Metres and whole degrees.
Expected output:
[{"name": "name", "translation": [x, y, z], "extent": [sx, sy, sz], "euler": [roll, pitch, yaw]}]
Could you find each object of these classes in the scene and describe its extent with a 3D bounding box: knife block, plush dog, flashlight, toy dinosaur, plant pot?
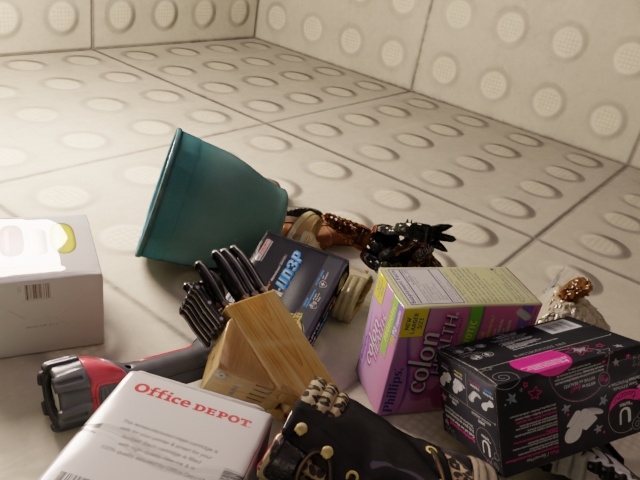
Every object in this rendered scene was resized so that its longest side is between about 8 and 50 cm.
[{"name": "knife block", "translation": [-0.088, 0.139, 0.979], "extent": [0.276, 0.088, 0.242], "euler": [23, 45, -13]}, {"name": "plush dog", "translation": [0.479, 0.194, 1.142], "extent": [0.225, 0.210, 0.262], "euler": [40, 33, -1]}, {"name": "flashlight", "translation": [-0.259, 0.197, 0.958], "extent": [0.304, 0.103, 0.103], "euler": [-10, 61, -40]}, {"name": "toy dinosaur", "translation": [0.145, 0.031, 1.295], "extent": [0.322, 0.164, 0.218], "euler": [3, 7, -25]}, {"name": "plant pot", "translation": [-0.213, -0.061, 1.291], "extent": [0.256, 0.271, 0.271], "euler": [18, 25, -17]}]

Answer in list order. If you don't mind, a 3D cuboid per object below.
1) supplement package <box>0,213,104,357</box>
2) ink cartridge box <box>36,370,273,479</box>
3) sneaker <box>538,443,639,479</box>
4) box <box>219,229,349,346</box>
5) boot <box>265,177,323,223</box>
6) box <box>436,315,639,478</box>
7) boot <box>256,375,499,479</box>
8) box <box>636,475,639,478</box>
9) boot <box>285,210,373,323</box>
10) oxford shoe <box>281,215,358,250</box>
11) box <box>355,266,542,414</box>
[{"name": "supplement package", "translation": [-0.478, 0.069, 1.054], "extent": [0.194, 0.149, 0.203], "euler": [-5, 33, -26]}, {"name": "ink cartridge box", "translation": [-0.202, 0.307, 0.736], "extent": [0.211, 0.121, 0.289], "euler": [15, 28, 9]}, {"name": "sneaker", "translation": [0.413, 0.334, 0.922], "extent": [0.106, 0.078, 0.234], "euler": [-5, 19, -35]}, {"name": "box", "translation": [-0.068, 0.102, 1.137], "extent": [0.175, 0.051, 0.220], "euler": [20, 58, 16]}, {"name": "boot", "translation": [-0.096, -0.090, 1.575], "extent": [0.190, 0.075, 0.208], "euler": [5, 22, -14]}, {"name": "box", "translation": [0.321, 0.220, 0.925], "extent": [0.248, 0.142, 0.163], "euler": [-10, 11, -17]}, {"name": "boot", "translation": [0.055, 0.322, 0.718], "extent": [0.284, 0.138, 0.377], "euler": [30, 27, 6]}, {"name": "box", "translation": [0.488, 0.424, 0.861], "extent": [0.165, 0.021, 0.201], "euler": [23, 30, 22]}, {"name": "boot", "translation": [0.013, 0.051, 1.292], "extent": [0.204, 0.095, 0.262], "euler": [16, 39, 11]}, {"name": "oxford shoe", "translation": [0.000, 0.000, 1.452], "extent": [0.213, 0.076, 0.075], "euler": [5, 58, -14]}, {"name": "box", "translation": [0.205, 0.163, 1.043], "extent": [0.243, 0.213, 0.117], "euler": [1, 29, -18]}]
